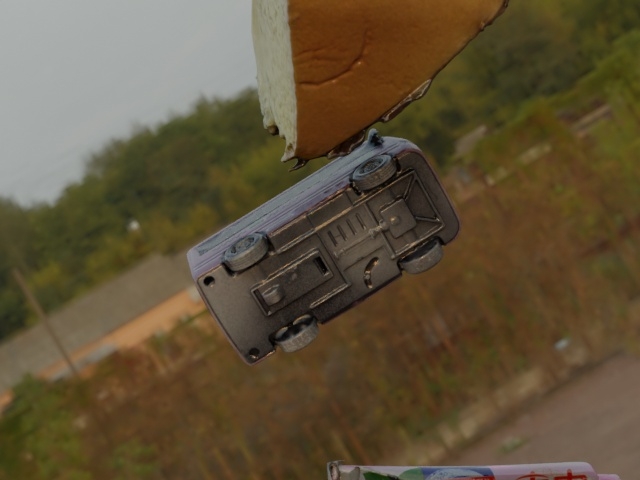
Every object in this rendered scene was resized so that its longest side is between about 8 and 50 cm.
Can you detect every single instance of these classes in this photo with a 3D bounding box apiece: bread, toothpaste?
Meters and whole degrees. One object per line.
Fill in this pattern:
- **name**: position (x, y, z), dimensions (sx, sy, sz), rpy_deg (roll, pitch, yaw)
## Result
- **bread**: position (0.023, -0.132, 1.055), dimensions (0.169, 0.140, 0.160), rpy_deg (3, -56, -21)
- **toothpaste**: position (0.084, 0.135, 0.858), dimensions (0.170, 0.045, 0.028), rpy_deg (-1, -11, -21)

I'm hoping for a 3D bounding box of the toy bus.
- **toy bus**: position (0.000, 0.000, 1.111), dimensions (0.178, 0.087, 0.098), rpy_deg (-31, 19, -2)
